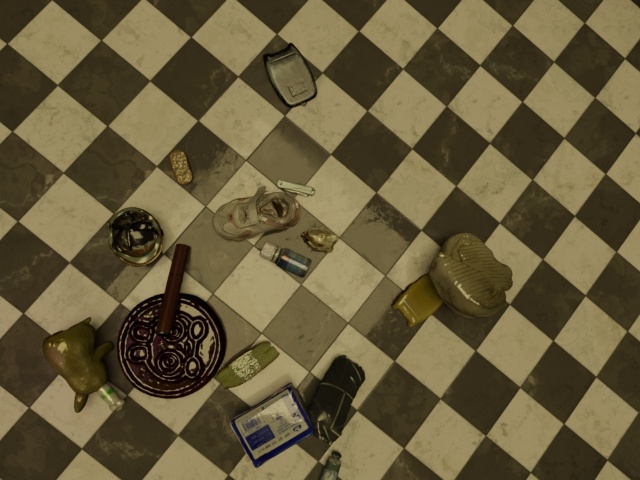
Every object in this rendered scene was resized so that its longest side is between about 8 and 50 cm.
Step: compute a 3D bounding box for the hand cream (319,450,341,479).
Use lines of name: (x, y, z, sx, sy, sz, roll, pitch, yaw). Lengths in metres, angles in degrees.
hand cream: (0.028, 0.961, 1.736, 0.088, 0.055, 0.255, 18, 91, -5)

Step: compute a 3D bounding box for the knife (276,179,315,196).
knife: (-0.101, -0.214, 1.812, 0.162, 0.023, 0.044, 12, 89, -6)

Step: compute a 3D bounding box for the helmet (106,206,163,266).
helmet: (-0.694, -0.018, 1.679, 0.199, 0.130, 0.224, -22, 99, -4)

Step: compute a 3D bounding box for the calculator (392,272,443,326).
calculator: (0.423, 0.242, 1.834, 0.236, 0.033, 0.157, -40, 91, -10)

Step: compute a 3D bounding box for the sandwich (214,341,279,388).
sandwich: (-0.286, 0.487, 1.710, 0.258, 0.096, 0.094, -34, 85, -10)

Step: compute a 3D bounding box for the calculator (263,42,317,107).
calculator: (-0.122, -0.684, 1.838, 0.177, 0.040, 0.268, -27, 94, -5)

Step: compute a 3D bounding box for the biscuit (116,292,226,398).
biscuit: (-0.570, 0.401, 1.684, 0.408, 0.091, 0.407, 0, 86, -6)

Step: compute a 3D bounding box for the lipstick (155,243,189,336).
lipstick: (-0.555, 0.182, 1.658, 0.057, 0.057, 0.356, 8, 65, -6)

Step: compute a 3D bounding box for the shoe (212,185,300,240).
shoe: (-0.247, -0.111, 1.700, 0.351, 0.198, 0.171, -15, 86, -8)

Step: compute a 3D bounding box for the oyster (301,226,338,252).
oyster: (-0.006, -0.007, 1.794, 0.148, 0.051, 0.103, 29, 72, -12)

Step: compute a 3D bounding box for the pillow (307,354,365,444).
pillow: (0.060, 0.606, 1.698, 0.162, 0.092, 0.335, 31, 55, 1)

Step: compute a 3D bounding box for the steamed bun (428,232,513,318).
steamed bun: (0.578, 0.165, 1.767, 0.324, 0.219, 0.310, 41, 52, 11)

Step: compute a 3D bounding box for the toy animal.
toy animal: (-0.864, 0.468, 1.618, 0.181, 0.180, 0.362, -21, 111, -1)

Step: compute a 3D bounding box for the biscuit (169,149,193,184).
biscuit: (-0.559, -0.295, 1.768, 0.071, 0.018, 0.147, -19, 90, -5)

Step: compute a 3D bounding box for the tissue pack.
tissue pack: (-0.178, 0.699, 1.687, 0.270, 0.137, 0.209, -31, 92, -5)

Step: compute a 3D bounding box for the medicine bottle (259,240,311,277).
medicine bottle: (-0.140, 0.073, 1.758, 0.203, 0.083, 0.083, 26, 84, -2)
